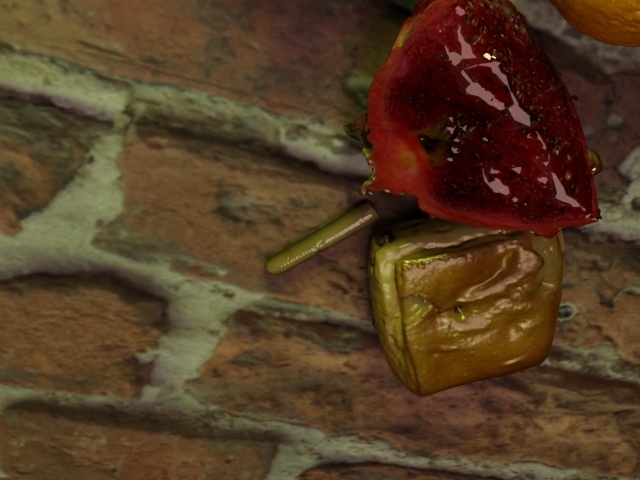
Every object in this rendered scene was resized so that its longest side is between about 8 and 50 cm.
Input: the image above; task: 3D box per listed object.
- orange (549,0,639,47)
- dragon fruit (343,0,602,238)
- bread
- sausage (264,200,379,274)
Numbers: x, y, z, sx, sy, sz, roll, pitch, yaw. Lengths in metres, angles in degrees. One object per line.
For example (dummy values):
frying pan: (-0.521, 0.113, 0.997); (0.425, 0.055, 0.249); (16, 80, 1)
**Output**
orange: (0.274, -0.252, 1.086); (0.193, 0.161, 0.193); (-5, 136, -5)
dragon fruit: (0.119, -0.118, 1.207); (0.212, 0.134, 0.262); (-22, 120, 22)
bread: (0.160, 0.068, 1.398); (0.211, 0.099, 0.235); (-12, 134, -4)
sausage: (0.000, 0.000, 1.344); (0.132, 0.024, 0.024); (-30, 133, 12)
